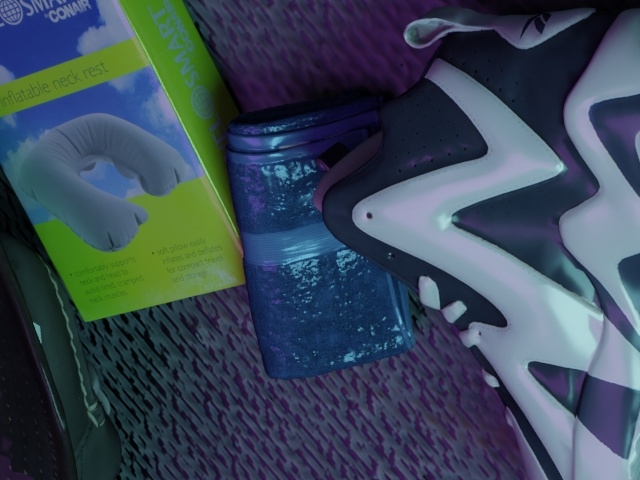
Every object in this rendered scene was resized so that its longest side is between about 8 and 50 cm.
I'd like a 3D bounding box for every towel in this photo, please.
[{"bbox_3d":[0.000,0.000,0.773,0.029,0.067,0.119,-125,24,-60],"label":"towel"}]

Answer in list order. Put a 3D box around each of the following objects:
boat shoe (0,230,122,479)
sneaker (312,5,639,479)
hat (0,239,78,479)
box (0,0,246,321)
[{"bbox_3d":[-0.145,0.128,0.929,0.112,0.095,0.335,34,130,35],"label":"boat shoe"},{"bbox_3d":[0.067,0.016,0.721,0.153,0.094,0.235,17,125,25],"label":"sneaker"},{"bbox_3d":[-0.265,0.068,0.823,0.331,0.134,0.331,8,104,32],"label":"hat"},{"bbox_3d":[-0.094,-0.058,0.810,0.109,0.042,0.178,-14,110,37],"label":"box"}]
